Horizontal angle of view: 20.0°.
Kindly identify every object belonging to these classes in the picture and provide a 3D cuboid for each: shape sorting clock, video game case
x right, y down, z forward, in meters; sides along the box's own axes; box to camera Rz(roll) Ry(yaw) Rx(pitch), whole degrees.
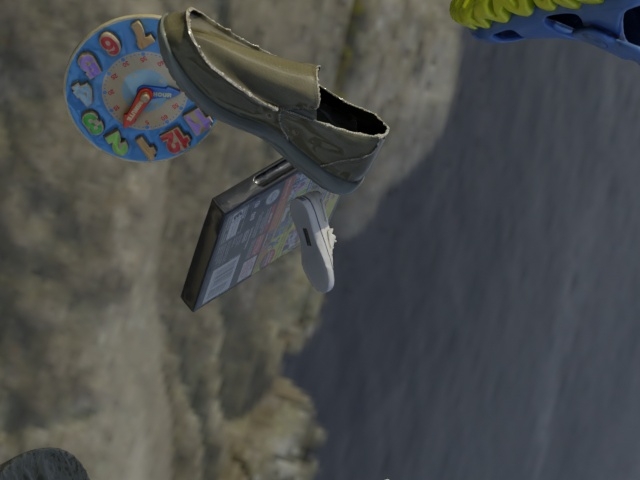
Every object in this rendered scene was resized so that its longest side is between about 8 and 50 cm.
[{"bbox_3d":[-0.223,-0.190,2.303,0.040,0.206,0.206,-102,-169,-57],"label":"shape sorting clock"},{"bbox_3d":[-0.065,-0.035,2.443,0.248,0.035,0.275,-32,162,-27],"label":"video game case"}]

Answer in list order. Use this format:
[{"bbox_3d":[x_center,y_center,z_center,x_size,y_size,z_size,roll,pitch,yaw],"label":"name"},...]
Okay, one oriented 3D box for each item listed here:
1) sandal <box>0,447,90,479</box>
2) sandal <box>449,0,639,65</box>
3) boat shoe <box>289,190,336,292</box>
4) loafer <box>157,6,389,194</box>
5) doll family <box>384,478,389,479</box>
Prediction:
[{"bbox_3d":[-0.219,0.290,1.389,0.167,0.107,0.446,63,16,-14],"label":"sandal"},{"bbox_3d":[0.205,-0.184,1.377,0.126,0.138,0.317,-55,-162,-5],"label":"sandal"},{"bbox_3d":[0.000,0.000,1.713,0.035,0.035,0.100,-30,113,-36],"label":"boat shoe"},{"bbox_3d":[-0.038,-0.142,1.652,0.087,0.251,0.094,-41,-149,29],"label":"loafer"},{"bbox_3d":[0.035,0.332,1.739,0.263,0.163,0.118,-18,162,-28],"label":"doll family"}]
